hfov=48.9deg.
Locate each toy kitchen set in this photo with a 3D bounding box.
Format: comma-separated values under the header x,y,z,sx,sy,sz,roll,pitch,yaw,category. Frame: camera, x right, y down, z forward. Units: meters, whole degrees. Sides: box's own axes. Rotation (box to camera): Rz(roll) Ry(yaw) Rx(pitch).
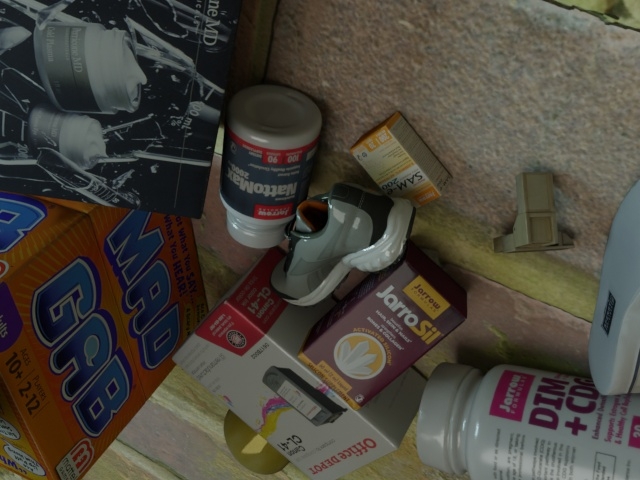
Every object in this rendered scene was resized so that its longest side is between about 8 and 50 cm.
x,y,z,sx,sy,sz,roll,pitch,yaw,category
0.229,-0.027,0.743,0.068,0.075,0.083,-2,173,-10,toy kitchen set

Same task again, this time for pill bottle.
x,y,z,sx,sy,sz,roll,pitch,yaw,category
0.269,0.236,0.837,0.283,0.160,0.160,6,128,29,pill bottle
-0.064,-0.080,0.828,0.108,0.108,0.180,26,136,13,pill bottle

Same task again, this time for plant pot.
x,y,z,sx,sy,sz,roll,pitch,yaw,category
-0.076,0.298,1.149,0.134,0.134,0.095,41,126,-3,plant pot

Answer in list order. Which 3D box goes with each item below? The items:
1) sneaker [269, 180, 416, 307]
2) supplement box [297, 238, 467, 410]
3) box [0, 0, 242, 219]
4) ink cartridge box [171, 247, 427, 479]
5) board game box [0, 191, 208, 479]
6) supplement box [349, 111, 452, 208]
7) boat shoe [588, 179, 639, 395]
x,y,z,sx,sy,sz,roll,pitch,yaw,category
0.000,0.000,0.828,0.108,0.100,0.271,28,149,-16,sneaker
0.076,0.103,0.859,0.104,0.081,0.188,43,111,-5,supplement box
-0.242,-0.215,0.690,0.313,0.179,0.343,7,138,-12,box
-0.034,0.190,1.021,0.306,0.131,0.226,42,137,-2,ink cartridge box
-0.423,0.060,1.001,0.357,0.356,0.356,16,132,21,board game box
0.088,-0.083,0.776,0.098,0.036,0.062,48,137,-11,supplement box
0.335,0.053,0.695,0.088,0.096,0.267,-3,122,1,boat shoe
